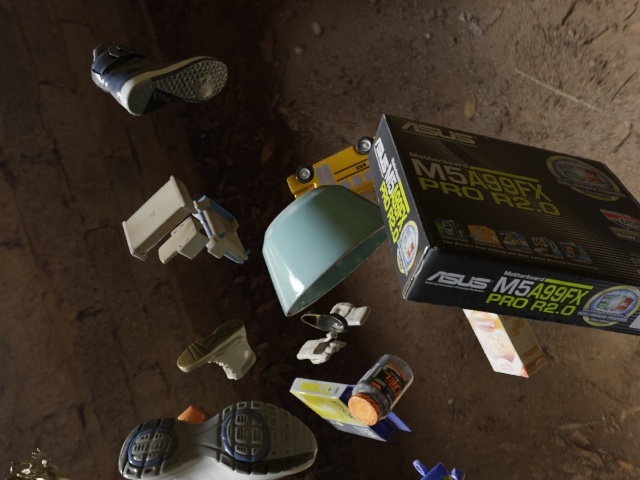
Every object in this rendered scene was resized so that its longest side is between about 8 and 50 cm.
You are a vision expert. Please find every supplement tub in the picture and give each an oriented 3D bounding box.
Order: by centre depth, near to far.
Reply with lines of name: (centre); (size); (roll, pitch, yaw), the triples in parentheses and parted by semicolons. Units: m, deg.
supplement tub: (0.164, 0.410, 1.520); (0.116, 0.190, 0.117); (19, 126, 29)

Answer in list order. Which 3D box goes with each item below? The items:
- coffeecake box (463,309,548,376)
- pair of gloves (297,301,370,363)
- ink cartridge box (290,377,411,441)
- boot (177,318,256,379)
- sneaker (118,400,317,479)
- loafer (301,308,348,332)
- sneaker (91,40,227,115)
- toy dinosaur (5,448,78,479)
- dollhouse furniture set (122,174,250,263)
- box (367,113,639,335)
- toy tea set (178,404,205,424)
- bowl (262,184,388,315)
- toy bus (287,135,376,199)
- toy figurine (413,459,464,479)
coffeecake box: (0.438, 0.223, 1.327); (0.068, 0.142, 0.186); (-27, 90, -16)
pair of gloves: (0.037, 0.290, 1.774); (0.042, 0.240, 0.204); (49, 155, -19)
ink cartridge box: (0.100, 0.572, 1.855); (0.307, 0.072, 0.304); (-4, 137, 45)
boot: (-0.290, 0.344, 1.583); (0.077, 0.213, 0.165); (29, 143, 46)
sneaker: (-0.146, 0.325, 0.841); (0.296, 0.111, 0.129); (-7, 135, 11)
loafer: (0.013, 0.249, 1.671); (0.170, 0.061, 0.062); (3, 98, 47)
sneaker: (-0.292, -0.305, 0.987); (0.163, 0.226, 0.086); (34, 131, 27)
toy dinosaur: (-0.496, 0.424, 1.009); (0.183, 0.053, 0.093); (2, 140, 13)
dollhouse furniture set: (-0.343, 0.024, 1.531); (0.198, 0.303, 0.286); (-42, 47, 9)
box: (0.192, -0.020, 0.526); (0.269, 0.216, 0.060); (10, 128, -12)
toy tea set: (-0.349, 0.653, 1.701); (0.124, 0.336, 0.200); (-51, 120, -8)
bowl: (0.000, 0.000, 1.164); (0.311, 0.311, 0.163); (-44, 80, 22)
toy bus: (0.084, -0.183, 1.492); (0.332, 0.108, 0.130); (-24, 84, 9)
toy figurine: (0.246, 0.563, 1.160); (0.191, 0.363, 0.217); (-29, 56, -10)
